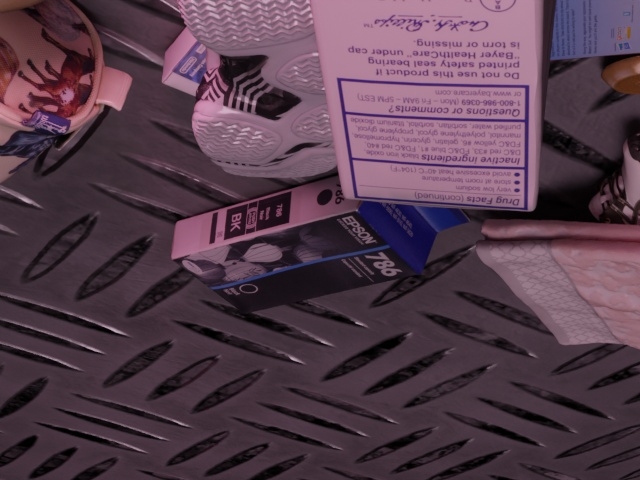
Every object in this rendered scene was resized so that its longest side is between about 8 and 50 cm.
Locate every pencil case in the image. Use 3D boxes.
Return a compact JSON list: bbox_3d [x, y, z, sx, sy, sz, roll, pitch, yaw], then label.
[{"bbox_3d":[-0.378,-0.101,1.218,0.183,0.160,0.410,38,137,-22],"label":"pencil case"}]

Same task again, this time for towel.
[{"bbox_3d":[0.384,0.070,1.430,0.317,0.053,0.332,4,158,32],"label":"towel"}]

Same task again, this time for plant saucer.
[{"bbox_3d":[0.318,-0.160,1.166,0.083,0.015,0.083,-1,166,0],"label":"plant saucer"}]

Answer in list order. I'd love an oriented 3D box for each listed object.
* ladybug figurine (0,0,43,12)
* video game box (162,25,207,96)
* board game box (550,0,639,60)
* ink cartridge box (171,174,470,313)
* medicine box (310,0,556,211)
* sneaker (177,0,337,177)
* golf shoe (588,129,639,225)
[{"bbox_3d":[-0.328,-0.316,0.856,0.305,0.162,0.449,-16,143,30],"label":"ladybug figurine"},{"bbox_3d":[-0.027,-0.186,1.153,0.187,0.048,0.205,18,146,-27],"label":"video game box"},{"bbox_3d":[0.218,-0.256,1.030,0.145,0.027,0.281,-4,148,10],"label":"board game box"},{"bbox_3d":[0.000,0.000,1.442,0.333,0.065,0.165,-16,143,28],"label":"ink cartridge box"},{"bbox_3d":[0.092,-0.211,0.842,0.149,0.263,0.289,4,140,12],"label":"medicine box"},{"bbox_3d":[-0.037,-0.204,0.977,0.137,0.210,0.366,2,156,3],"label":"sneaker"},{"bbox_3d":[0.341,-0.048,1.316,0.094,0.077,0.198,-8,146,18],"label":"golf shoe"}]
